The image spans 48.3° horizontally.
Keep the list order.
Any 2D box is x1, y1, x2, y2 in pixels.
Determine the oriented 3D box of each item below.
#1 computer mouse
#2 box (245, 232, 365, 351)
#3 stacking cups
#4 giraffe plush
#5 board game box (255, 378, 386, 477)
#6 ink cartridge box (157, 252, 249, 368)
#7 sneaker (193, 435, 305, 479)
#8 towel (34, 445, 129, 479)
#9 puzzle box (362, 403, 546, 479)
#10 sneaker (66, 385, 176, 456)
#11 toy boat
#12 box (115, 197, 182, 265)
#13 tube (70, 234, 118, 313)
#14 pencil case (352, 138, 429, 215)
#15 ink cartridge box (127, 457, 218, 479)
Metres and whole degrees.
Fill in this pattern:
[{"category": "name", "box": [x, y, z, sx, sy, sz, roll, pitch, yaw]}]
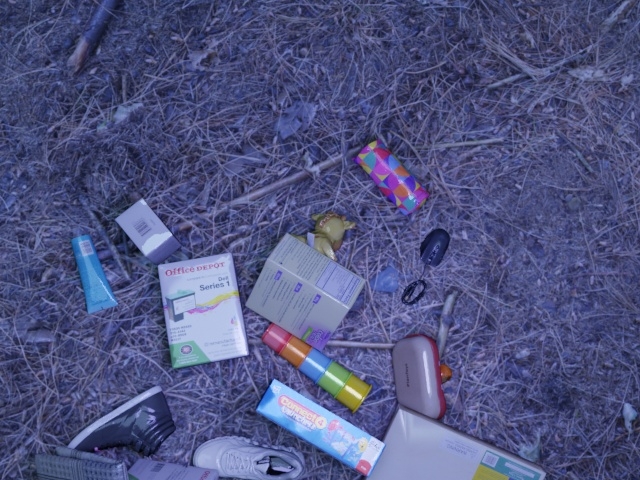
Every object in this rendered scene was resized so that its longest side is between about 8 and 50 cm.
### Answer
[{"category": "computer mouse", "box": [0.295, 0.073, 1.996, 0.071, 0.041, 0.242, 26, 80, 0]}, {"category": "box", "box": [-0.042, 0.137, 1.860, 0.243, 0.213, 0.117, 31, 45, 3]}, {"category": "stacking cups", "box": [-0.019, 0.338, 1.908, 0.316, 0.096, 0.096, 32, 79, 6]}, {"category": "giraffe plush", "box": [0.000, 0.000, 1.939, 0.181, 0.210, 0.170, 34, 50, 6]}, {"category": "board game box", "box": [-0.011, 0.457, 1.770, 0.302, 0.308, 0.086, 30, 78, 1]}, {"category": "ink cartridge box", "box": [-0.309, 0.186, 1.894, 0.202, 0.117, 0.277, -10, 80, -6]}, {"category": "sneaker", "box": [-0.183, 0.567, 1.836, 0.293, 0.118, 0.109, 4, 81, -2]}, {"category": "towel", "box": [-0.553, 0.659, 1.719, 0.325, 0.056, 0.311, -5, 97, 33]}, {"category": "puzzle box", "box": [0.329, 0.620, 1.817, 0.409, 0.052, 0.272, 24, 95, 0]}, {"category": "sneaker", "box": [-0.505, 0.512, 1.826, 0.296, 0.104, 0.146, -32, 78, -13]}, {"category": "toy boat", "box": [0.289, 0.365, 1.909, 0.151, 0.151, 0.230, 2, 78, -33]}, {"category": "box", "box": [-0.453, -0.020, 1.894, 0.091, 0.170, 0.130, -40, 85, -8]}, {"category": "tube", "box": [-0.618, 0.089, 1.928, 0.080, 0.052, 0.206, -18, 87, -2]}, {"category": "pencil case", "box": [0.199, -0.178, 2.009, 0.104, 0.104, 0.236, -40, 83, -10]}, {"category": "ink cartridge box", "box": [-0.379, 0.626, 1.759, 0.220, 0.160, 0.092, 6, 102, 10]}]
